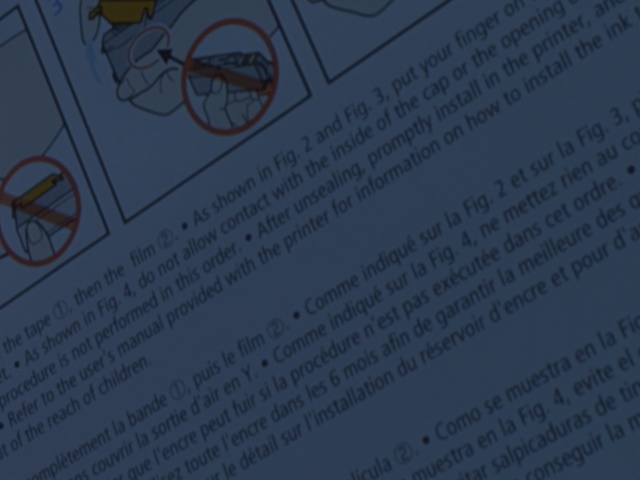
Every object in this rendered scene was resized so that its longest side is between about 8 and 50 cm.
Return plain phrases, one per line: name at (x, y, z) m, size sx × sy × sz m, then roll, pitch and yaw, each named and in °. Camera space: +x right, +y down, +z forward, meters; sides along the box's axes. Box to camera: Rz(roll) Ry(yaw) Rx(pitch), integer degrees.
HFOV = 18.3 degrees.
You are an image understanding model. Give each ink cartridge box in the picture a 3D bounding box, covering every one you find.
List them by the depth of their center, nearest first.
ink cartridge box at (0.000, 0.000, 0.409) m, size 0.296 × 0.261 × 0.066 m, roll -32°, pitch 157°, yaw 26°
